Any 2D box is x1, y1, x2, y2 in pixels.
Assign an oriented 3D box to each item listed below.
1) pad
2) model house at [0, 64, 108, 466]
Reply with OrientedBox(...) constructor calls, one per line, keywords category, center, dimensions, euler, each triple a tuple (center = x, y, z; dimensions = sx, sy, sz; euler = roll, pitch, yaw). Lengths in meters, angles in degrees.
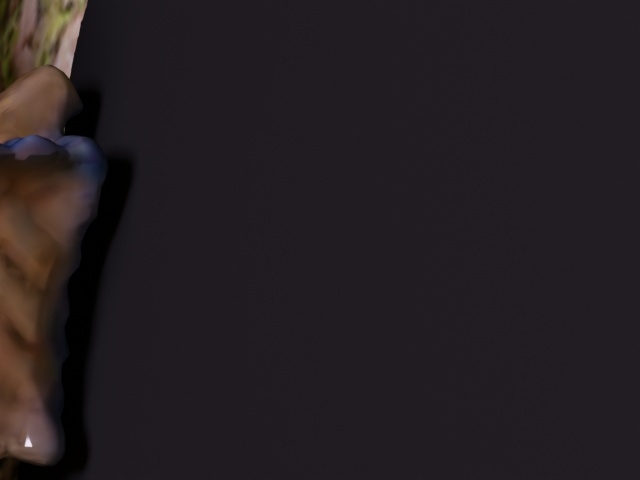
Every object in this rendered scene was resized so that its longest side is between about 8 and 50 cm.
OrientedBox(category="pad", center=(0.000, 0.000, 0.396), dimensions=(0.267, 0.004, 0.181), euler=(-7, 74, 57))
OrientedBox(category="model house", center=(-0.156, -0.007, 0.494), dimensions=(0.172, 0.183, 0.166), euler=(-44, 20, -17))
